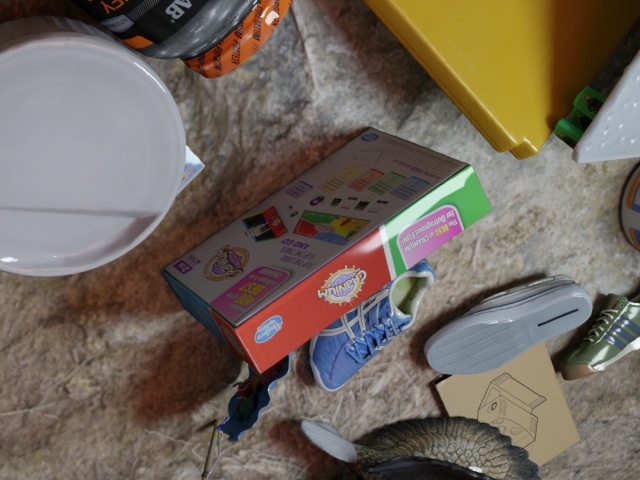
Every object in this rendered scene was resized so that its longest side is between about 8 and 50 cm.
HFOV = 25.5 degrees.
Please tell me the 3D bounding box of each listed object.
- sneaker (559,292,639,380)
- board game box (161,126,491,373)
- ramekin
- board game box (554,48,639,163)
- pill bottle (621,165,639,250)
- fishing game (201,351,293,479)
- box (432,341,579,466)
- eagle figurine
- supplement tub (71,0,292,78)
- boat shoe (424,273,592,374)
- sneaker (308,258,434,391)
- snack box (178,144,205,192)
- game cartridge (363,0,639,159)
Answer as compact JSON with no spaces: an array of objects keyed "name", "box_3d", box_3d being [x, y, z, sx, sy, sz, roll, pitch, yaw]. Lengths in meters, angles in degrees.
[{"name":"sneaker","box_3d":[0.398,0.114,1.922,0.192,0.064,0.086,-24,100,-15]},{"name":"board game box","box_3d":[0.000,0.000,1.595,0.316,0.242,0.064,-34,116,-13]},{"name":"ramekin","box_3d":[-0.282,-0.106,1.463,0.273,0.127,0.273,-9,123,-14]},{"name":"board game box","box_3d":[0.461,-0.271,1.675,0.390,0.050,0.390,-10,135,-57]},{"name":"pill bottle","box_3d":[0.526,-0.020,1.821,0.152,0.272,0.152,-7,107,-24]},{"name":"fishing game","box_3d":[-0.070,0.145,1.627,0.041,0.189,0.264,30,117,-10]},{"name":"box","box_3d":[0.252,0.230,1.900,0.164,0.021,0.201,-31,115,-15]},{"name":"eagle figurine","box_3d":[0.130,0.309,1.750,0.298,0.226,0.225,-21,142,5]},{"name":"supplement tub","box_3d":[-0.194,-0.326,1.434,0.338,0.207,0.207,36,87,-28]},{"name":"boat shoe","box_3d":[0.238,0.108,1.833,0.226,0.076,0.083,-16,119,-4]},{"name":"sneaker","box_3d":[0.061,0.097,1.739,0.080,0.081,0.211,35,89,-30]},{"name":"snack box","box_3d":[-0.209,-0.123,1.585,0.064,0.022,0.178,-46,118,-9]},{"name":"game cartridge","box_3d":[0.223,-0.291,1.643,0.285,0.053,0.323,47,63,-14]}]
